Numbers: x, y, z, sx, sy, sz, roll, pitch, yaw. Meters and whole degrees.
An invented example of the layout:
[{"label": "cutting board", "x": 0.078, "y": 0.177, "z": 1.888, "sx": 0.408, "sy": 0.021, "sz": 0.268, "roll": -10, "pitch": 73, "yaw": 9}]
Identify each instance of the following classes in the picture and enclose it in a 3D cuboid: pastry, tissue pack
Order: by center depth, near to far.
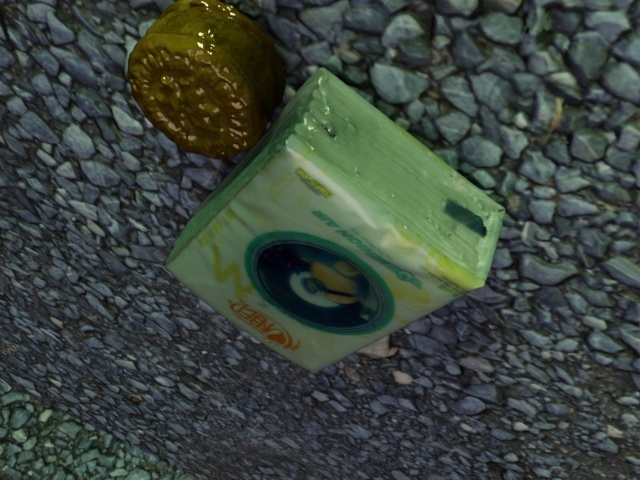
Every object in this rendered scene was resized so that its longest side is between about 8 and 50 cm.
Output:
[{"label": "pastry", "x": -0.135, "y": -0.187, "z": 1.023, "sx": 0.189, "sy": 0.103, "sz": 0.188, "roll": 20, "pitch": 144, "yaw": 15}, {"label": "tissue pack", "x": 0.000, "y": 0.000, "z": 1.110, "sx": 0.287, "sy": 0.162, "sz": 0.388, "roll": 37, "pitch": 144, "yaw": -11}]
